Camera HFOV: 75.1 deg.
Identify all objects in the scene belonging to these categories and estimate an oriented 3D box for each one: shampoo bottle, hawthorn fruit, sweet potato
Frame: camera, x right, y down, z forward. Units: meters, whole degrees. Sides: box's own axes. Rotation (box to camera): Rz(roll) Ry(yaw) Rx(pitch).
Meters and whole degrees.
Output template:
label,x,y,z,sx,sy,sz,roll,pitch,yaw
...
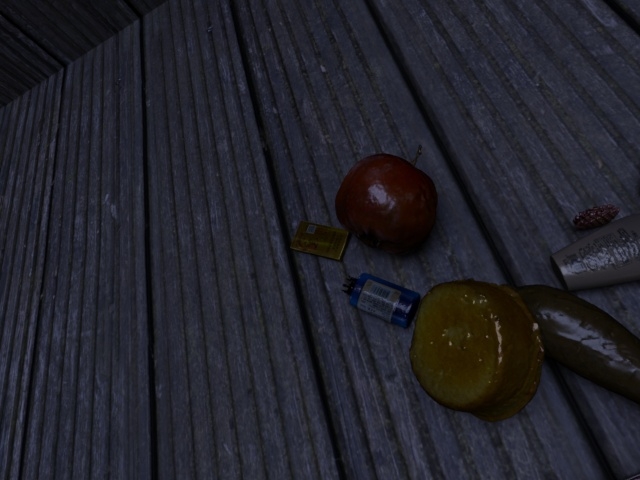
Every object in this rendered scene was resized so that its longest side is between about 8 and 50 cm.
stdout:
label,x,y,z,sx,sy,sz,roll,pitch,yaw
shampoo bottle,0.590,0.018,0.800,0.256,0.078,0.127,-23,54,16
shampoo bottle,0.135,0.133,0.976,0.182,0.050,0.087,20,79,30
hawthorn fruit,0.170,-0.111,0.975,0.241,0.242,0.272,19,73,31
sweet potato,0.503,0.201,0.720,0.131,0.130,0.422,-49,51,-3

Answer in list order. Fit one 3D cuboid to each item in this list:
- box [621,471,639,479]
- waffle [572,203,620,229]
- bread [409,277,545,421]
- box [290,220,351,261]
label,x,y,z,sx,sy,sz,roll,pitch,yaw
box,0.550,0.427,0.580,0.293,0.167,0.194,-31,60,10
waffle,0.560,-0.047,0.846,0.083,0.075,0.029,-14,67,4
bread,0.284,0.197,0.779,0.268,0.145,0.269,-21,64,53
box,0.000,0.000,1.117,0.156,0.022,0.089,11,71,29
